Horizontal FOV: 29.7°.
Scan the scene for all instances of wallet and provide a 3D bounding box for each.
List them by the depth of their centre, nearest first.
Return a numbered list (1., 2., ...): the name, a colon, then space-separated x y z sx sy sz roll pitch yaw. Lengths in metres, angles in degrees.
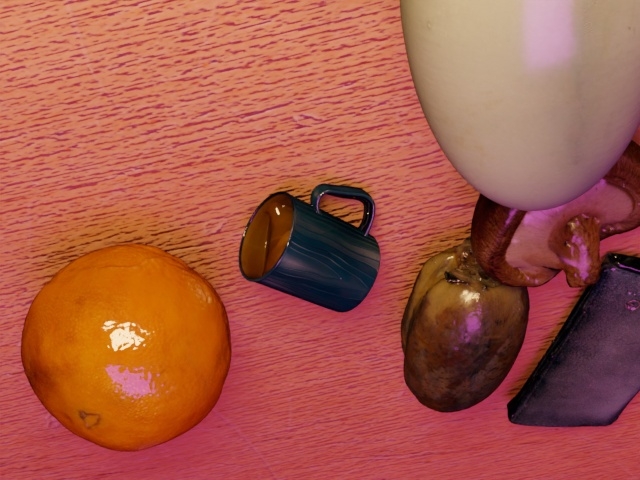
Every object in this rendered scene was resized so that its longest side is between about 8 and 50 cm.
1. wallet: 0.415 0.157 1.719 0.191 0.046 0.379 6 139 -14

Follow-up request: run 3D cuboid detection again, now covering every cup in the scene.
1. cup: 0.000 0.009 1.458 0.138 0.113 0.150 23 136 -31

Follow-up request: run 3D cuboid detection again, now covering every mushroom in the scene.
1. mushroom: 0.276 -0.049 1.405 0.231 0.138 0.194 -27 123 10

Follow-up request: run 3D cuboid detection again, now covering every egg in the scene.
1. egg: 0.184 -0.186 1.039 0.230 0.230 0.370 -5 131 2

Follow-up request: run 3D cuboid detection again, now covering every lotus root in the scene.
1. lotus root: 0.188 0.122 1.579 0.160 0.152 0.274 -5 143 -12

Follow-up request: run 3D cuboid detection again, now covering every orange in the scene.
1. orange: -0.239 0.132 1.496 0.261 0.261 0.261 -2 141 -2
